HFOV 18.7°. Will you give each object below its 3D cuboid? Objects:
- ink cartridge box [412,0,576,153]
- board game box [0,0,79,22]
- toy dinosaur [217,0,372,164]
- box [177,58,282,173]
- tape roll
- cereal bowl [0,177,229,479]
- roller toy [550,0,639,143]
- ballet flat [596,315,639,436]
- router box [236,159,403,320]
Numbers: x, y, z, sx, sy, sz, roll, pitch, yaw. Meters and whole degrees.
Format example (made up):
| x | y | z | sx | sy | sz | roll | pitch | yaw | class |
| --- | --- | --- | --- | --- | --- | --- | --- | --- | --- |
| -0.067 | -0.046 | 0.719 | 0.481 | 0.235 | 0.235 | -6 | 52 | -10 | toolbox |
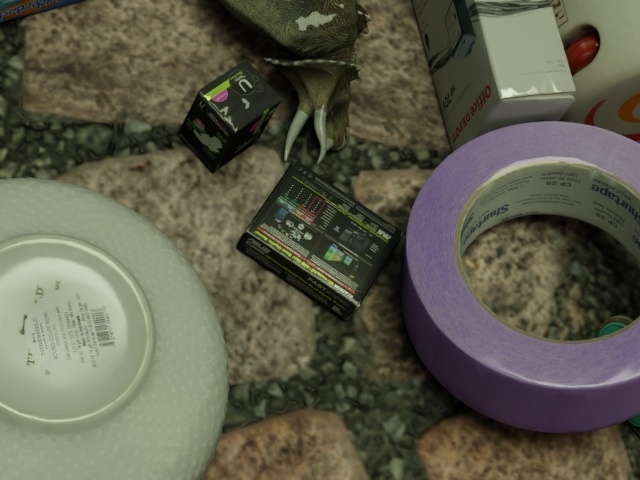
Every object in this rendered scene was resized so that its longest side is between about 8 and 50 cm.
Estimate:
| x | y | z | sx | sy | sz | roll | pitch | yaw | class |
| --- | --- | --- | --- | --- | --- | --- | --- | --- | --- |
| 0.160 | -0.187 | 1.820 | 0.082 | 0.139 | 0.190 | -4 | 67 | -18 | ink cartridge box |
| -0.290 | -0.281 | 1.764 | 0.210 | 0.047 | 0.160 | -19 | 73 | -26 | board game box |
| -0.036 | -0.238 | 1.791 | 0.313 | 0.121 | 0.160 | 52 | 48 | 4 | toy dinosaur |
| -0.082 | -0.111 | 1.735 | 0.062 | 0.083 | 0.052 | -38 | 82 | -29 | box |
| 0.210 | 0.030 | 1.723 | 0.275 | 0.090 | 0.274 | 0 | 58 | 0 | tape roll |
| -0.228 | 0.094 | 1.559 | 0.339 | 0.141 | 0.339 | 7 | 63 | -15 | cereal bowl |
| 0.296 | -0.191 | 1.837 | 0.191 | 0.209 | 0.146 | -17 | 68 | 9 | roller toy |
| 0.323 | 0.161 | 1.767 | 0.068 | 0.072 | 0.213 | -14 | 70 | -53 | ballet flat |
| 0.000 | 0.000 | 1.738 | 0.122 | 0.038 | 0.092 | 34 | 60 | -1 | router box |
